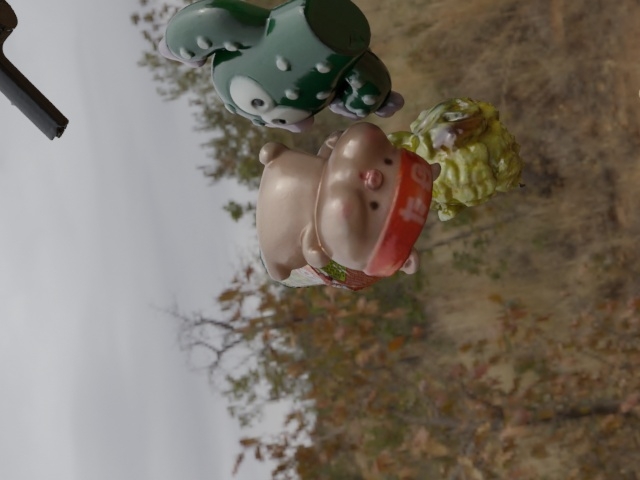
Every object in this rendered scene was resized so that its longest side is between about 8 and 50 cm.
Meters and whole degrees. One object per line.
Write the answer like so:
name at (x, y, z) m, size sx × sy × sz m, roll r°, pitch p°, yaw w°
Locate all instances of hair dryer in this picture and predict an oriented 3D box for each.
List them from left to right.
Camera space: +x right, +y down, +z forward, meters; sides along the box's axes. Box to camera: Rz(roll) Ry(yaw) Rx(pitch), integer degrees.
hair dryer at (-0.520, -0.257, 1.659) m, size 0.251 × 0.197 × 0.089 m, roll 43°, pitch -160°, yaw -9°

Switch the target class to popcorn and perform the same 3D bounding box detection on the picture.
popcorn at (0.213, -0.131, 1.604) m, size 0.169 × 0.189 × 0.218 m, roll 56°, pitch -172°, yaw -26°

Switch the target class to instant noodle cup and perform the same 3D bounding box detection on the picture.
instant noodle cup at (0.000, 0.000, 1.613) m, size 0.212 × 0.193 × 0.193 m, roll -26°, pitch 74°, yaw 63°

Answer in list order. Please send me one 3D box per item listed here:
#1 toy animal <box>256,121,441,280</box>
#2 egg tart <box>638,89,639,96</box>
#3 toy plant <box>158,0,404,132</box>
toy animal at (0.030, -0.036, 1.116) m, size 0.171 × 0.198 × 0.171 m, roll -2°, pitch -90°, yaw -66°
egg tart at (0.782, -0.275, 1.758) m, size 0.178 × 0.443 × 0.443 m, roll 77°, pitch -178°, yaw -72°
toy plant at (-0.041, -0.188, 1.100) m, size 0.232 × 0.243 × 0.112 m, roll 41°, pitch -125°, yaw -48°
